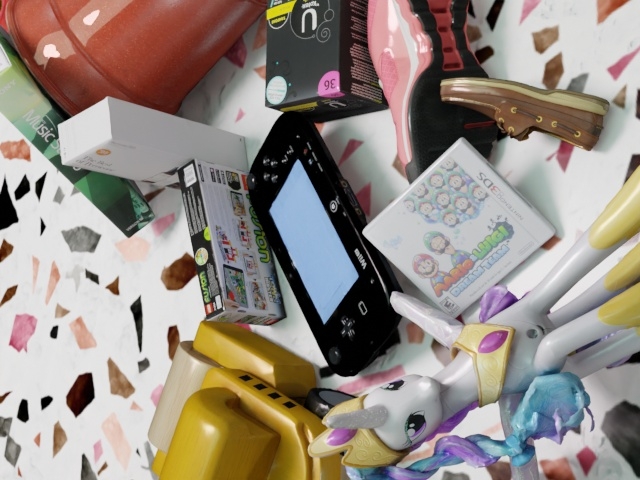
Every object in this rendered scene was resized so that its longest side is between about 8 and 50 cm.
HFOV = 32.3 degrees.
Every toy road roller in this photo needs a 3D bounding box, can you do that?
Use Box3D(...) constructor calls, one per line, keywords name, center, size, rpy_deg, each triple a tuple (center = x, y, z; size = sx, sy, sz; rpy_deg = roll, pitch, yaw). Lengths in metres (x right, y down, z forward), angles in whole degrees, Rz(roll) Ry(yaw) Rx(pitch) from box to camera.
Box3D(name="toy road roller", center=(-0.110, 0.232, 1.280), size=(0.329, 0.240, 0.203), rpy_deg=(25, 98, 39))

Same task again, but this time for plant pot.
Box3D(name="plant pot", center=(-0.224, -0.306, 1.471), size=(0.265, 0.272, 0.272), rpy_deg=(-38, 60, 20))

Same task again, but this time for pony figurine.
Box3D(name="pony figurine", center=(0.185, 0.114, 1.028), size=(0.363, 0.351, 0.303), rpy_deg=(-35, 66, 9))

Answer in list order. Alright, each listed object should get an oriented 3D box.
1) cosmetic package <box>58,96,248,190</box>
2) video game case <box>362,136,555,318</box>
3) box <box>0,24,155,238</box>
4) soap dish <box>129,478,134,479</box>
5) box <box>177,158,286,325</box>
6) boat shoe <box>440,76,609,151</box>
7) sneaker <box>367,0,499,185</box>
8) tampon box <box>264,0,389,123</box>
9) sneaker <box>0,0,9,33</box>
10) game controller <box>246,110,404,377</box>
Box3D(name="cosmetic package", center=(-0.210, -0.116, 1.422), size=(0.099, 0.239, 0.060), rpy_deg=(-24, 68, 35))
Box3D(name="video game case", center=(0.148, -0.010, 1.198), size=(0.143, 0.019, 0.157), rpy_deg=(44, 116, -5))
Box3D(name="box", center=(-0.365, -0.167, 1.493), size=(0.058, 0.322, 0.232), rpy_deg=(-40, 45, 0))
Box3D(name="soap dish", center=(-0.276, 0.501, 1.454), size=(0.229, 0.118, 0.291), rpy_deg=(-46, 58, 25))
Box3D(name="box", center=(-0.113, 0.004, 1.404), size=(0.036, 0.114, 0.207), rpy_deg=(-28, 65, 34))
Box3D(name="boat shoe", center=(0.209, -0.135, 1.162), size=(0.178, 0.064, 0.060), rpy_deg=(12, 95, 14))
Box3D(name="sneaker", center=(0.118, -0.192, 1.271), size=(0.136, 0.115, 0.314), rpy_deg=(162, 104, -67))
Box3D(name="tampon box", center=(0.008, -0.238, 1.351), size=(0.120, 0.101, 0.161), rpy_deg=(-7, 78, 39))
Box3D(name="sneaker", center=(-0.503, -0.302, 1.777), size=(0.107, 0.118, 0.279), rpy_deg=(-37, 61, 30))
Box3D(name="game controller", center=(0.000, 0.000, 1.320), size=(0.319, 0.067, 0.166), rpy_deg=(63, 150, 27))
